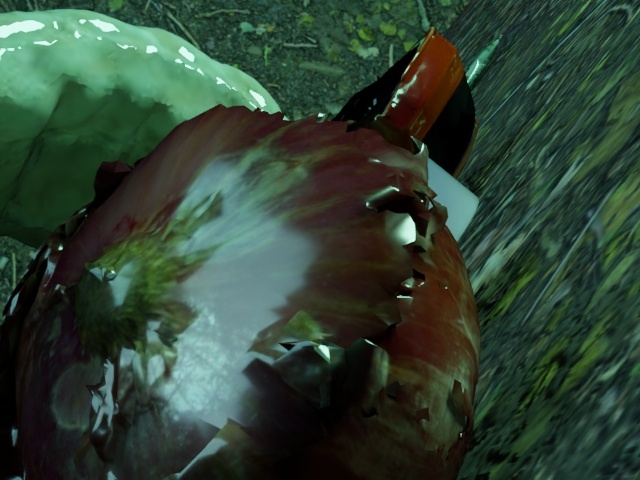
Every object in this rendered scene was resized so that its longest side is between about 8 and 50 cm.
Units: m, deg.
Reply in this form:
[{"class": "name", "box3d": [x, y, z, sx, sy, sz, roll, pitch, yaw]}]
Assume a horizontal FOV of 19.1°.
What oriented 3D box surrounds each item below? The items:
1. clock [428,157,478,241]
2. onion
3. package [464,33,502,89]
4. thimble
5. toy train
[{"class": "clock", "box3d": [-0.002, 0.057, 0.798, 0.172, 0.064, 0.198, -52, 3, -26]}, {"class": "onion", "box3d": [-0.017, 0.049, 0.594, 0.184, 0.147, 0.184, -19, 60, 36]}, {"class": "package", "box3d": [0.131, -0.141, 1.725, 0.110, 0.015, 0.037, -53, 9, -12]}, {"class": "thimble", "box3d": [-0.135, 0.045, 0.965, 0.291, 0.291, 0.195, -53, 5, -38]}, {"class": "toy train", "box3d": [0.000, 0.000, 1.254, 0.086, 0.089, 0.409, -59, 8, -33]}]
